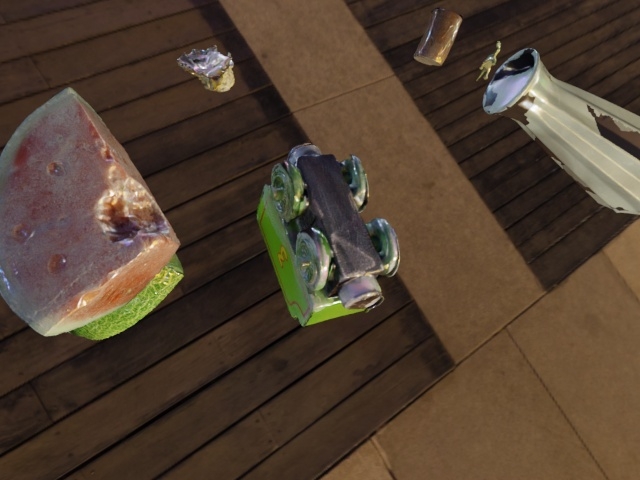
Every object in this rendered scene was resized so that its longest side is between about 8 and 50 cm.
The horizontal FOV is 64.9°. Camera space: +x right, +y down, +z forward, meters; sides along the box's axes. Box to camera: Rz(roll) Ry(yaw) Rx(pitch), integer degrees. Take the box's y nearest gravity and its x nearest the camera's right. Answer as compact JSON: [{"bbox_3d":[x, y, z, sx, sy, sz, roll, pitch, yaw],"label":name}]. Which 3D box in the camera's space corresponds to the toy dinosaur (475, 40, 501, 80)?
[{"bbox_3d":[0.410,-0.429,1.228,0.029,0.119,0.060,29,74,9],"label":"toy dinosaur"}]

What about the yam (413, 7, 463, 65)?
[{"bbox_3d":[0.291,-0.500,1.248,0.084,0.084,0.127,20,96,-13],"label":"yam"}]

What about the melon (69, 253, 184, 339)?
[{"bbox_3d":[-0.418,0.093,0.963,0.196,0.323,0.124,44,22,-7],"label":"melon"}]

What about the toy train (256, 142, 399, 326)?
[{"bbox_3d":[0.000,0.000,0.893,0.174,0.249,0.307,-11,64,-25],"label":"toy train"}]

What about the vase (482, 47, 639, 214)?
[{"bbox_3d":[0.449,-0.178,0.851,0.360,0.165,0.165,26,62,-19],"label":"vase"}]

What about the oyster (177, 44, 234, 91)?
[{"bbox_3d":[-0.267,-0.413,1.218,0.209,0.072,0.133,30,48,35],"label":"oyster"}]

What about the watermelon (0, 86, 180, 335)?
[{"bbox_3d":[-0.299,-0.033,0.681,0.226,0.148,0.318,0,81,10],"label":"watermelon"}]
